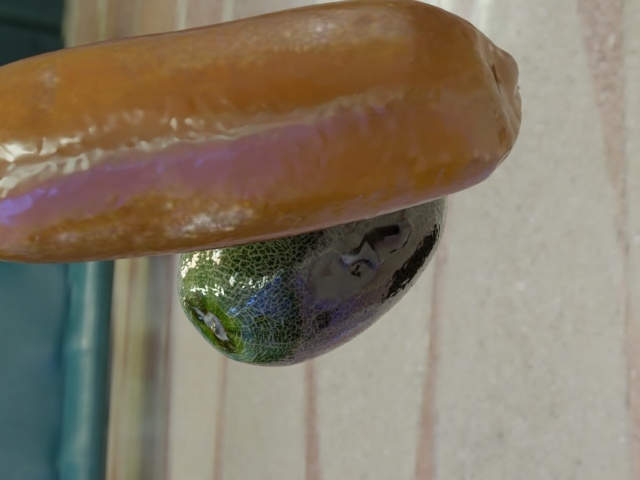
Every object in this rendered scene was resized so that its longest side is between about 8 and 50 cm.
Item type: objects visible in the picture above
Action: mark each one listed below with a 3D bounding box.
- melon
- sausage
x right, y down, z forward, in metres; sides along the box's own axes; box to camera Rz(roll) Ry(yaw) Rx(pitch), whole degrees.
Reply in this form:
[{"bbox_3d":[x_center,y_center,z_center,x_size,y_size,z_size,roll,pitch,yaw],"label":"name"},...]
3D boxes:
[{"bbox_3d":[0.000,0.000,0.732,0.099,0.162,0.099,29,137,31],"label":"melon"},{"bbox_3d":[-0.036,-0.043,0.582,0.098,0.238,0.098,172,90,-89],"label":"sausage"}]
